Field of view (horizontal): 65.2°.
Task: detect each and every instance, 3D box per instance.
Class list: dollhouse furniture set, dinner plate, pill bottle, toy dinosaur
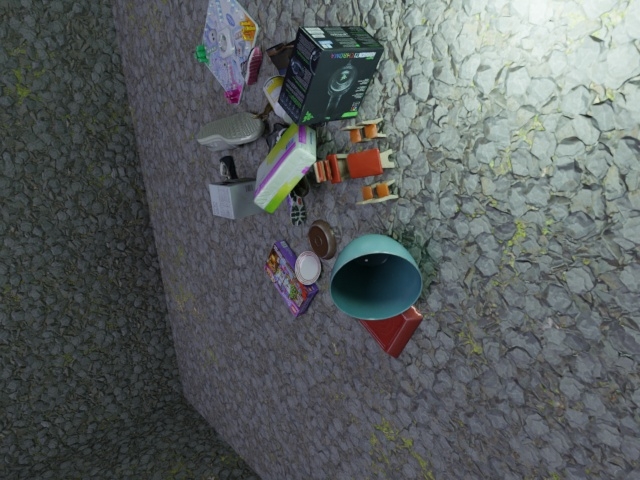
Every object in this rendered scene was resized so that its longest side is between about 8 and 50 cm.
[{"bbox_3d":[0.110,-0.245,1.649,0.259,0.135,0.261,-1,103,54],"label":"dollhouse furniture set"},{"bbox_3d":[-0.050,0.115,2.097,0.141,0.017,0.141,-5,82,38],"label":"dinner plate"},{"bbox_3d":[-0.138,-0.526,1.873,0.184,0.103,0.103,62,145,31],"label":"pill bottle"},{"bbox_3d":[-0.196,-0.535,1.992,0.053,0.183,0.092,37,177,11],"label":"toy dinosaur"}]

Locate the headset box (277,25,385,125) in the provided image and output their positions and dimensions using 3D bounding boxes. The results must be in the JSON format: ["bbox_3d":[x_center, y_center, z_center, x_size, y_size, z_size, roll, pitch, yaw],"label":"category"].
[{"bbox_3d":[0.024,-0.503,1.558,0.131,0.247,0.283,54,140,26],"label":"headset box"}]

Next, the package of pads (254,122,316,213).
[{"bbox_3d":[-0.133,-0.278,1.850,0.296,0.101,0.229,-46,28,30],"label":"package of pads"}]

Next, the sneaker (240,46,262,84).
[{"bbox_3d":[-0.291,-0.724,2.050,0.074,0.063,0.170,50,144,19],"label":"sneaker"}]

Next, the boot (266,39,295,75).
[{"bbox_3d":[-0.101,-0.671,1.829,0.219,0.082,0.106,12,135,47],"label":"boot"}]

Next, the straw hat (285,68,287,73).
[{"bbox_3d":[-0.067,-0.566,1.811,0.061,0.144,0.144,-25,82,12],"label":"straw hat"}]

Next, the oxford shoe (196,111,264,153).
[{"bbox_3d":[-0.387,-0.472,2.251,0.450,0.169,0.130,3,149,45],"label":"oxford shoe"}]

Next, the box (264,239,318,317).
[{"bbox_3d":[-0.137,0.170,2.234,0.293,0.057,0.200,54,142,24],"label":"box"}]

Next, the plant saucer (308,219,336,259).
[{"bbox_3d":[0.000,0.000,2.001,0.169,0.029,0.168,25,123,47],"label":"plant saucer"}]

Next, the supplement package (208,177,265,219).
[{"bbox_3d":[-0.367,-0.195,2.271,0.203,0.194,0.149,13,114,50],"label":"supplement package"}]

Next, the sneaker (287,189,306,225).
[{"bbox_3d":[-0.104,-0.144,2.066,0.071,0.069,0.169,-175,80,-69],"label":"sneaker"}]

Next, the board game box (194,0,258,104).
[{"bbox_3d":[-0.426,-0.863,2.188,0.389,0.050,0.389,53,141,24],"label":"board game box"}]

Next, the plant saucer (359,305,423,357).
[{"bbox_3d":[0.222,0.265,1.798,0.259,0.048,0.258,49,139,29],"label":"plant saucer"}]

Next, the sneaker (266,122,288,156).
[{"bbox_3d":[-0.182,-0.379,2.046,0.106,0.078,0.234,52,137,31],"label":"sneaker"}]

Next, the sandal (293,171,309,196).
[{"bbox_3d":[-0.075,-0.265,1.953,0.090,0.060,0.219,-37,59,36],"label":"sandal"}]

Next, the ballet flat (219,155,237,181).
[{"bbox_3d":[-0.450,-0.311,2.442,0.074,0.074,0.203,-4,101,54],"label":"ballet flat"}]

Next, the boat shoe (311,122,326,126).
[{"bbox_3d":[-0.028,-0.444,1.836,0.125,0.038,0.046,37,132,40],"label":"boat shoe"}]

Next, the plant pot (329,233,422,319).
[{"bbox_3d":[0.172,0.091,1.634,0.195,0.291,0.290,-90,11,-52],"label":"plant pot"}]
